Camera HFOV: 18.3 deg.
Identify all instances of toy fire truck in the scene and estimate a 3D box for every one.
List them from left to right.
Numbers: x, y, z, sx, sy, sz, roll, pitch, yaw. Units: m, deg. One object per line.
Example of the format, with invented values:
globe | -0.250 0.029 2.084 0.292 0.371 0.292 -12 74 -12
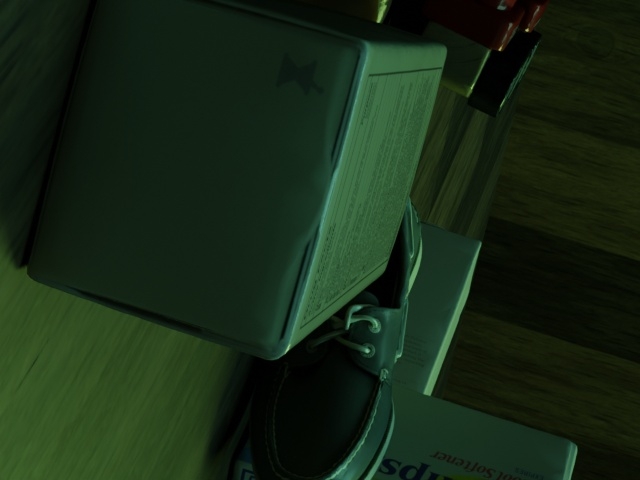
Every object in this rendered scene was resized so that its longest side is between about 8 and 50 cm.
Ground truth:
toy fire truck | 0.145 -0.261 1.728 0.246 0.158 0.217 -65 175 18

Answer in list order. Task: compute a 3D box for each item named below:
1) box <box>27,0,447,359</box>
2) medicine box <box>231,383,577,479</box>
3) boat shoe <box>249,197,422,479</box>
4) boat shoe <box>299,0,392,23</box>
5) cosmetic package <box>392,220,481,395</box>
box | -0.027 -0.046 0.981 0.311 0.121 0.148 -23 130 -80
medicine box | 0.054 0.278 1.708 0.149 0.263 0.289 -64 169 -50
boat shoe | 0.012 0.069 1.574 0.099 0.116 0.319 85 18 -49
boat shoe | 0.027 -0.208 1.216 0.207 0.073 0.073 109 2 -45
cosmetic package | 0.072 0.086 1.972 0.085 0.117 0.231 100 12 -46
